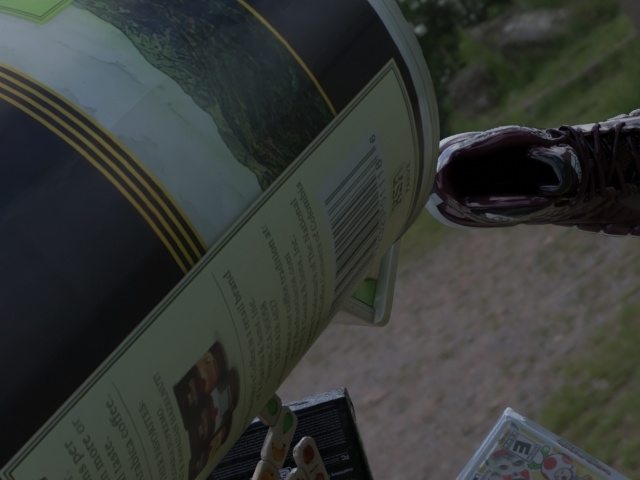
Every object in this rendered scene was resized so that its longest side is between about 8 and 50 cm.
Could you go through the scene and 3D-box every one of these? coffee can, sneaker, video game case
[{"bbox_3d":[-0.104,0.009,0.511,0.201,0.201,0.275,-34,12,48],"label":"coffee can"},{"bbox_3d":[0.218,-0.049,1.067,0.281,0.106,0.162,-7,0,4],"label":"sneaker"},{"bbox_3d":[0.198,0.289,1.239,0.227,0.206,0.026,-60,-1,23],"label":"video game case"}]

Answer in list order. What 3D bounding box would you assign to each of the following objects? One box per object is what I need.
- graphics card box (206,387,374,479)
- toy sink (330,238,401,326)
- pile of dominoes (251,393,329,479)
[{"bbox_3d":[-0.029,0.365,1.461,0.232,0.371,0.094,-18,1,3],"label":"graphics card box"},{"bbox_3d":[0.000,0.000,1.368,0.131,0.153,0.234,3,-15,27],"label":"toy sink"},{"bbox_3d":[-0.055,0.252,1.205,0.040,0.196,0.251,-7,49,35],"label":"pile of dominoes"}]
